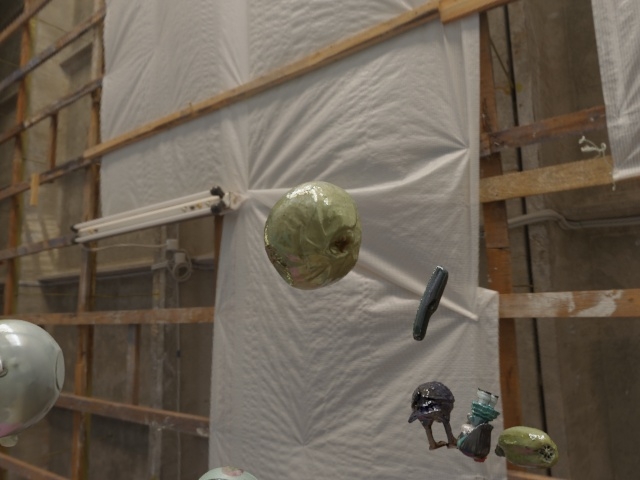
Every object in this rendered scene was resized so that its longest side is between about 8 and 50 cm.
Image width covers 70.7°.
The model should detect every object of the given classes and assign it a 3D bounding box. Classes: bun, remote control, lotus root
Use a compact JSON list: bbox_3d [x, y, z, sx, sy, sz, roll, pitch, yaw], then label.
[{"bbox_3d":[0.004,-0.002,1.449,0.202,0.364,0.365,28,-79,50],"label":"bun"},{"bbox_3d":[0.297,0.168,1.225,0.042,0.072,0.222,14,-117,28],"label":"remote control"},{"bbox_3d":[0.474,0.480,1.051,0.091,0.077,0.183,65,-22,16],"label":"lotus root"}]

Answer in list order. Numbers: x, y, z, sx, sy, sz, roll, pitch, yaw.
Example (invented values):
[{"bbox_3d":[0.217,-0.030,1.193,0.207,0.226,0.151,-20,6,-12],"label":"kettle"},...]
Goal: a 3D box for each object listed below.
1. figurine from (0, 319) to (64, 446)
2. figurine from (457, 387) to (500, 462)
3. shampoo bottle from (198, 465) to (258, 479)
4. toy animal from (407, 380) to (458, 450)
[{"bbox_3d":[-0.658,0.286,0.760,0.227,0.393,0.275,122,-43,-58],"label":"figurine"},{"bbox_3d":[0.251,0.290,0.706,0.047,0.060,0.106,7,-111,53],"label":"figurine"},{"bbox_3d":[-0.109,0.277,0.319,0.085,0.262,0.085,1,-82,10],"label":"shampoo bottle"},{"bbox_3d":[0.321,0.483,1.263,0.122,0.298,0.186,-22,-130,25],"label":"toy animal"}]
